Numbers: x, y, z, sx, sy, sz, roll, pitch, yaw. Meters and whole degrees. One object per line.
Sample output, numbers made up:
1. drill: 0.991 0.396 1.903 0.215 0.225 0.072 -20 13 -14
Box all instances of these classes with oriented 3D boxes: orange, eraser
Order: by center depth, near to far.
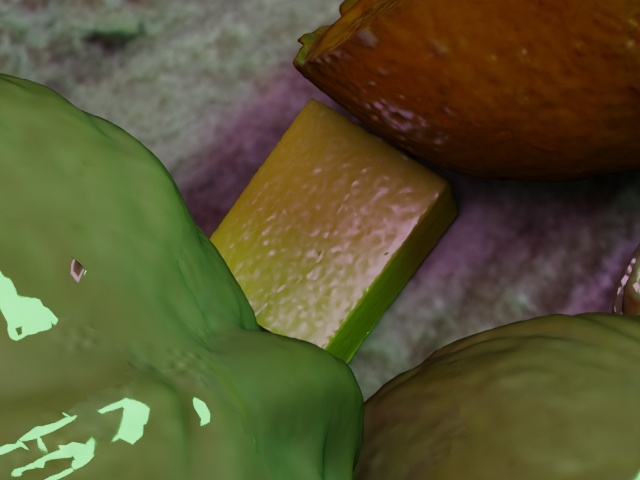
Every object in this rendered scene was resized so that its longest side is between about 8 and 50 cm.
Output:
1. orange: 0.146 -0.161 0.944 0.274 0.274 0.310 34 122 22
2. eraser: 0.000 0.000 1.040 0.097 0.045 0.122 34 81 21

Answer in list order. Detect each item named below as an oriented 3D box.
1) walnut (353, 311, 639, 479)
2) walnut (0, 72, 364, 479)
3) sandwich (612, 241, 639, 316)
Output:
1. walnut: 0.111 0.198 0.800 0.332 0.333 0.333 -4 69 11
2. walnut: -0.148 0.125 0.653 0.381 0.381 0.381 -4 69 11
3. sandwich: 0.296 0.049 0.929 0.249 0.095 0.273 -40 67 0
